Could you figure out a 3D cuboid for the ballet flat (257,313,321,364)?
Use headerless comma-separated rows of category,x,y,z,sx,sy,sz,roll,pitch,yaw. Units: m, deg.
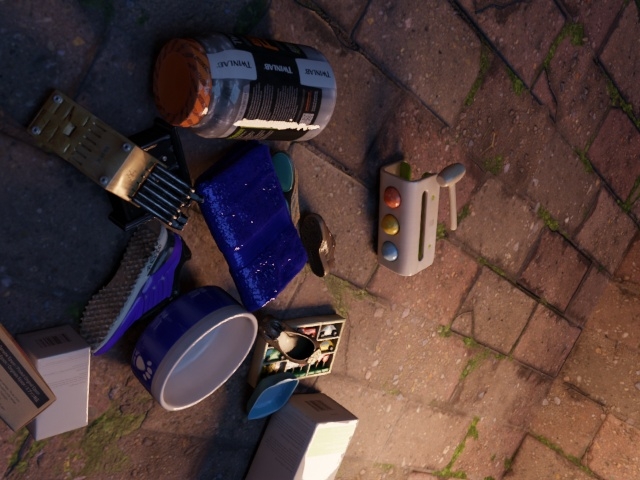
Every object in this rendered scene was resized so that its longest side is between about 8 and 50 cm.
ballet flat,-0.067,0.252,1.797,0.084,0.058,0.250,-53,138,-7

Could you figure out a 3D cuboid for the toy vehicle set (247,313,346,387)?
toy vehicle set,-0.059,0.281,1.894,0.267,0.035,0.166,-2,113,-44

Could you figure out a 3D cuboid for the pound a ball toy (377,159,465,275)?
pound a ball toy,0.240,-0.061,1.869,0.135,0.208,0.319,-24,127,-34

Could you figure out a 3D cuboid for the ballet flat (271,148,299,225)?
ballet flat,-0.079,-0.116,1.646,0.067,0.073,0.206,-50,149,-54

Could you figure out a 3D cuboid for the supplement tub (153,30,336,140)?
supplement tub,-0.140,-0.286,1.384,0.316,0.193,0.194,-6,115,-44

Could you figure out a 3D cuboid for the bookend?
bookend,-0.333,-0.125,1.374,0.156,0.072,0.157,-30,129,-29

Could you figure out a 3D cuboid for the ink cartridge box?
ink cartridge box,-0.553,0.172,1.200,0.088,0.234,0.193,-39,135,-21

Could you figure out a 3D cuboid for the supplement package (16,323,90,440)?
supplement package,-0.509,0.267,1.393,0.105,0.105,0.179,-10,118,-42

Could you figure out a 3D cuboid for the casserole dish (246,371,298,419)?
casserole dish,-0.126,0.386,1.841,0.114,0.037,0.188,-10,144,-34

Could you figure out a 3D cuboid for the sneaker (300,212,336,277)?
sneaker,0.000,0.000,1.790,0.071,0.066,0.188,-47,145,-40

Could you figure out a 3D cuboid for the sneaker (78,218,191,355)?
sneaker,-0.352,0.114,1.464,0.293,0.102,0.146,-57,139,-3

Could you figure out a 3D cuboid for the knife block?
knife block,-0.343,-0.128,1.290,0.088,0.275,0.242,-55,164,-3

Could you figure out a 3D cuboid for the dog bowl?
dog bowl,-0.264,0.227,1.552,0.265,0.104,0.265,-40,154,-24

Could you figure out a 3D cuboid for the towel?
towel,-0.132,-0.035,1.523,0.228,0.076,0.308,-52,128,-47

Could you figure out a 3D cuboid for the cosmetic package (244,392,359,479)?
cosmetic package,-0.068,0.607,1.978,0.197,0.155,0.366,9,104,-50
